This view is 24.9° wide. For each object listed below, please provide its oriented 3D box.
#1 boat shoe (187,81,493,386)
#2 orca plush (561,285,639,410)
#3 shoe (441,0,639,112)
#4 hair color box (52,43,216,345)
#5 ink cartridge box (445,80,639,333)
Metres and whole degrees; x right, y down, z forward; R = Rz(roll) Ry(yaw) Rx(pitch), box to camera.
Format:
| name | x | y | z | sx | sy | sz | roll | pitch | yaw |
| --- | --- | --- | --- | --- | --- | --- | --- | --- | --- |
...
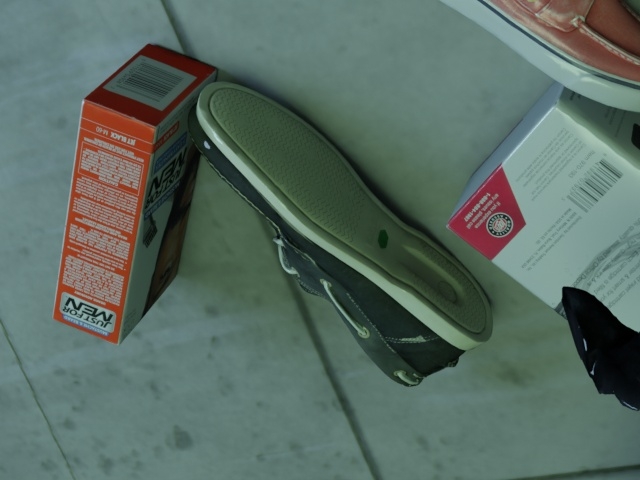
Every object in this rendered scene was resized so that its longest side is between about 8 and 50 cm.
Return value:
| name | x | y | z | sx | sy | sz | roll | pitch | yaw |
| --- | --- | --- | --- | --- | --- | --- | --- | --- | --- |
| boat shoe | 0.000 | 0.000 | 0.893 | 0.233 | 0.084 | 0.079 | 43 | 127 | -12 |
| orca plush | 0.265 | 0.013 | 0.738 | 0.287 | 0.151 | 0.102 | -3 | 99 | -4 |
| shoe | 0.129 | -0.142 | 0.770 | 0.178 | 0.063 | 0.081 | 33 | 131 | 6 |
| hair color box | -0.119 | -0.028 | 0.919 | 0.053 | 0.093 | 0.167 | 22 | 125 | 9 |
| ink cartridge box | 0.167 | -0.011 | 0.832 | 0.150 | 0.063 | 0.109 | 37 | 126 | -3 |
